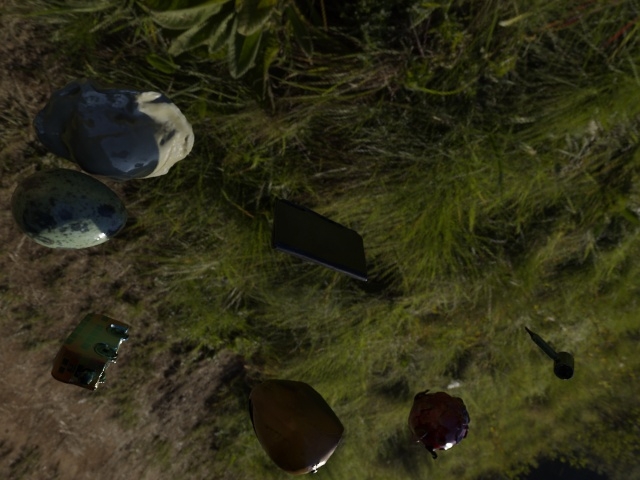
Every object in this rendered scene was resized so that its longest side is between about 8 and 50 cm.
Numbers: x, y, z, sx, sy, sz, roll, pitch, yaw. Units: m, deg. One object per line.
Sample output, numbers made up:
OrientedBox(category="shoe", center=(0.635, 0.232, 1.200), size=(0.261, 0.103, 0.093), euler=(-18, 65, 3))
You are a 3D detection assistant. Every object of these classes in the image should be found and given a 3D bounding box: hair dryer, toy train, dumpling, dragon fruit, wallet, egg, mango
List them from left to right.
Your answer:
OrientedBox(category="egg", center=(-0.410, -0.050, 0.787), size=(0.132, 0.172, 0.132), euler=(-171, -90, -68))
OrientedBox(category="toy train", center=(-0.440, 0.210, 0.921), size=(0.072, 0.099, 0.188), euler=(-59, -167, 9))
OrientedBox(category="dumpling", center=(-0.333, -0.191, 0.813), size=(0.258, 0.147, 0.193), euler=(13, 135, -44))
OrientedBox(category="mango", center=(-0.077, 0.424, 1.095), size=(0.166, 0.236, 0.136), euler=(-53, 147, 15))
OrientedBox(category="wallet", center=(0.000, 0.000, 1.344), size=(0.045, 0.318, 0.173), euler=(-37, -137, 41))
OrientedBox(category="dragon fruit", center=(0.258, 0.403, 1.072), size=(0.136, 0.133, 0.166), euler=(-32, 162, -27))
OrientedBox(category="hair dryer", center=(0.557, 0.266, 1.169), size=(0.047, 0.150, 0.071), euler=(-47, 169, 26))
